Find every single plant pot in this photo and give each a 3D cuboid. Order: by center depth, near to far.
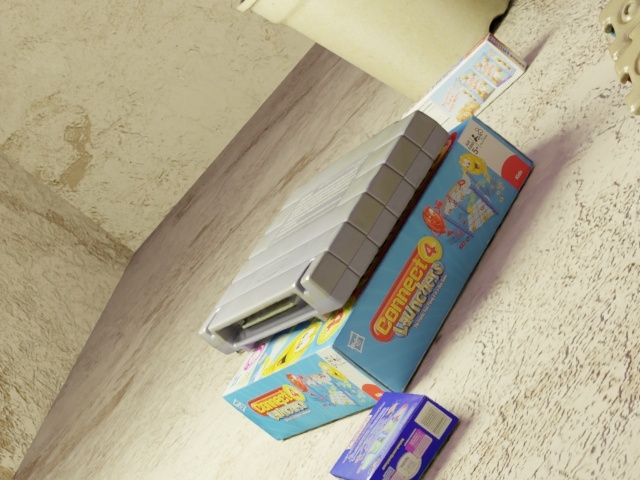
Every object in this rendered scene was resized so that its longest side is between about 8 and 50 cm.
[{"bbox_3d":[0.098,-0.376,2.240,0.334,0.305,0.334,-50,10,13],"label":"plant pot"}]

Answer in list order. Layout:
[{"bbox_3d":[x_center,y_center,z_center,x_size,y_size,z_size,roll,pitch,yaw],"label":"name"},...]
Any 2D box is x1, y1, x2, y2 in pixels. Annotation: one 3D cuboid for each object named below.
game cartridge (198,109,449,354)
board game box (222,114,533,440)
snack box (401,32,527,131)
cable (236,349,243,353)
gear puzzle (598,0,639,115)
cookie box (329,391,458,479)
[{"bbox_3d":[0.000,0.000,1.634,0.230,0.068,0.355,-52,10,-23],"label":"game cartridge"},{"bbox_3d":[0.055,0.047,1.632,0.308,0.086,0.302,-57,12,-27],"label":"board game box"},{"bbox_3d":[0.178,-0.184,1.928,0.178,0.064,0.022,-43,14,40],"label":"snack box"},{"bbox_3d":[-0.053,0.089,2.113,0.139,0.072,0.287,-89,22,-44],"label":"cable"},{"bbox_3d":[0.372,-0.267,1.333,0.339,0.044,0.175,-51,27,33],"label":"gear puzzle"},{"bbox_3d":[0.061,0.176,1.310,0.092,0.040,0.107,-55,11,-12],"label":"cookie box"}]
